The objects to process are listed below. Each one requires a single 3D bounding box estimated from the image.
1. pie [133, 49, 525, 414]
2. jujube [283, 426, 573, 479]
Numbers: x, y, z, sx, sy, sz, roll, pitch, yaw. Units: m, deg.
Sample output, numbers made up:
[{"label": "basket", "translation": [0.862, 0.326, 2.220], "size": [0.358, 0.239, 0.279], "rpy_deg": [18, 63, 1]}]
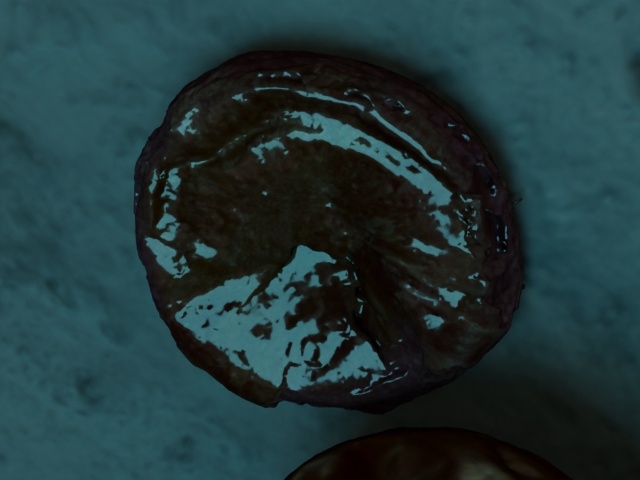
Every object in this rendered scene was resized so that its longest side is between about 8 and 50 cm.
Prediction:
[{"label": "pie", "translation": [0.000, 0.000, 0.757], "size": [0.182, 0.049, 0.182], "rpy_deg": [7, 119, 13]}, {"label": "jujube", "translation": [0.076, 0.231, 0.760], "size": [0.223, 0.223, 0.318], "rpy_deg": [-13, 121, 28]}]
